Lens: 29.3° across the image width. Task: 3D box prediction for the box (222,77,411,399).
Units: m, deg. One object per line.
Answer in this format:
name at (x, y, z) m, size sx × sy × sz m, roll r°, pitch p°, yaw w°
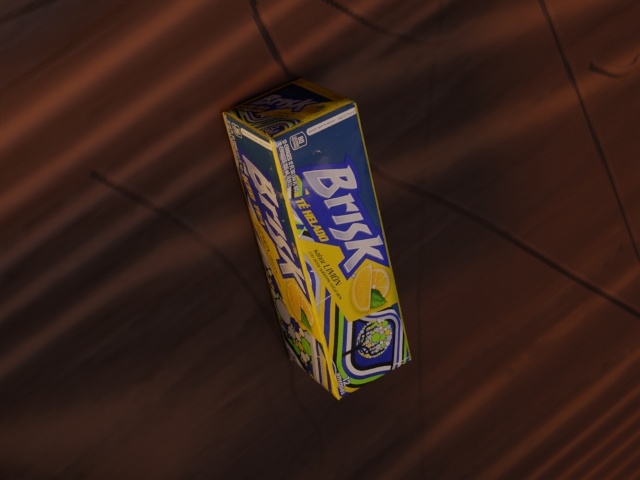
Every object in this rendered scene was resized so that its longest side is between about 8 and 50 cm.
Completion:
box at (0.000, 0.000, 0.678) m, size 0.054 × 0.059 × 0.169 m, roll -27°, pitch 122°, yaw -21°
